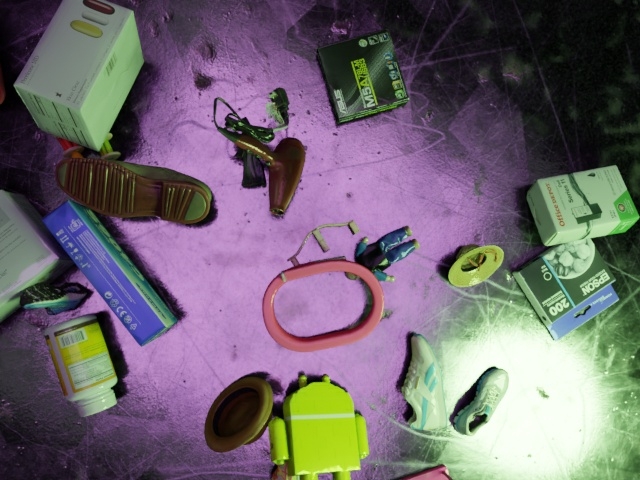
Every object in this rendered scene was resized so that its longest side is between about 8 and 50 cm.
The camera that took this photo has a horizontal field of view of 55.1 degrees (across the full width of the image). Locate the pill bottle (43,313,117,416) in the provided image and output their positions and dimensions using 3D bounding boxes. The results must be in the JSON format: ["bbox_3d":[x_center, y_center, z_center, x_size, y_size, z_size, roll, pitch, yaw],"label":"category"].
[{"bbox_3d":[-0.536,0.282,1.389,0.117,0.117,0.215,-18,89,-5],"label":"pill bottle"}]

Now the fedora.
[{"bbox_3d":[-0.175,0.410,1.410,0.194,0.194,0.079,-45,127,-5],"label":"fedora"}]

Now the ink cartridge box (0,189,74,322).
[{"bbox_3d":[-0.769,0.038,1.378,0.309,0.130,0.272,-39,89,-5],"label":"ink cartridge box"}]

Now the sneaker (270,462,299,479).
[{"bbox_3d":[-0.079,0.544,1.431,0.094,0.081,0.208,-13,85,4],"label":"sneaker"}]

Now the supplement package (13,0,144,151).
[{"bbox_3d":[-0.519,-0.371,1.351,0.145,0.204,0.262,20,71,-3],"label":"supplement package"}]

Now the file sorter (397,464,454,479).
[{"bbox_3d":[0.256,0.708,1.395,0.202,0.182,0.290,-17,88,-5],"label":"file sorter"}]

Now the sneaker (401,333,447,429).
[{"bbox_3d":[0.239,0.338,1.461,0.092,0.087,0.228,-9,86,-3],"label":"sneaker"}]

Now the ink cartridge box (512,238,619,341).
[{"bbox_3d":[0.618,0.113,1.520,0.206,0.045,0.208,-32,91,-6],"label":"ink cartridge box"}]

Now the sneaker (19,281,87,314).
[{"bbox_3d":[-0.601,0.142,1.378,0.063,0.162,0.073,34,103,24],"label":"sneaker"}]

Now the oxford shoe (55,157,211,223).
[{"bbox_3d":[-0.425,-0.122,1.419,0.348,0.130,0.123,15,111,-8],"label":"oxford shoe"}]

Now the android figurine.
[{"bbox_3d":[-0.001,0.445,1.408,0.248,0.056,0.273,4,64,-27],"label":"android figurine"}]

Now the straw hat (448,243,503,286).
[{"bbox_3d":[0.367,0.044,1.494,0.144,0.144,0.061,-17,48,-5],"label":"straw hat"}]

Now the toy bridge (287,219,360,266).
[{"bbox_3d":[0.000,0.000,1.488,0.188,0.026,0.063,-31,87,-5],"label":"toy bridge"}]

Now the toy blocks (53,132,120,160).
[{"bbox_3d":[-0.558,-0.243,1.445,0.123,0.054,0.148,-27,89,-4],"label":"toy blocks"}]

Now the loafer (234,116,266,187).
[{"bbox_3d":[-0.177,-0.211,1.470,0.061,0.062,0.170,-13,87,0],"label":"loafer"}]

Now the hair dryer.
[{"bbox_3d":[-0.133,-0.200,1.422,0.224,0.080,0.293,-24,96,-36],"label":"hair dryer"}]

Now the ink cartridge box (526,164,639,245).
[{"bbox_3d":[0.631,-0.084,1.488,0.208,0.087,0.153,-11,68,-4],"label":"ink cartridge box"}]

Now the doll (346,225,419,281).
[{"bbox_3d":[0.147,0.042,1.487,0.189,0.046,0.129,-29,89,-5],"label":"doll"}]

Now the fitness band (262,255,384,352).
[{"bbox_3d":[0.006,0.152,1.448,0.291,0.054,0.209,-12,95,3],"label":"fitness band"}]

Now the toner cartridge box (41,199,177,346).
[{"bbox_3d":[-0.466,0.074,1.382,0.075,0.165,0.348,-38,91,-5],"label":"toner cartridge box"}]

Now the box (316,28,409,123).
[{"bbox_3d":[0.103,-0.404,1.507,0.184,0.045,0.190,-16,88,-7],"label":"box"}]

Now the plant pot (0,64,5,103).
[{"bbox_3d":[-0.842,-0.441,1.342,0.275,0.275,0.243,-5,77,-4],"label":"plant pot"}]

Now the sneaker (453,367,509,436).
[{"bbox_3d":[0.400,0.394,1.472,0.071,0.083,0.190,35,84,0],"label":"sneaker"}]
